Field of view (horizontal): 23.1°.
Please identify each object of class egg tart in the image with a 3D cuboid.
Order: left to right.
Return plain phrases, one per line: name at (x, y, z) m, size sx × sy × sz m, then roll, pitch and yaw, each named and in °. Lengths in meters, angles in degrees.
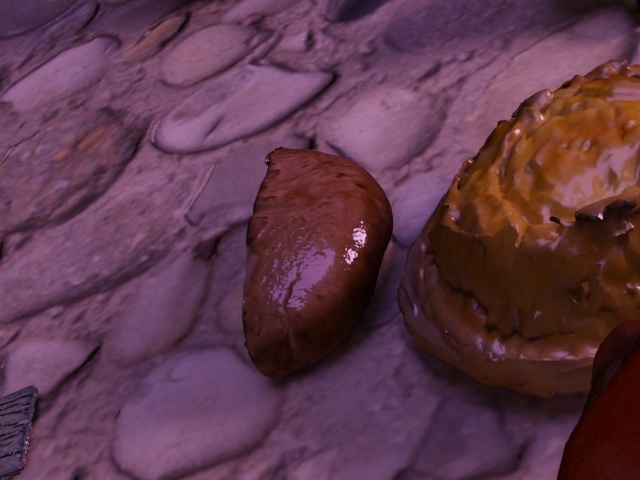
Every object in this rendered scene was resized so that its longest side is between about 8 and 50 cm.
egg tart at (0.176, -0.025, 0.941) m, size 0.291 × 0.107 × 0.291 m, roll -17°, pitch 36°, yaw 13°

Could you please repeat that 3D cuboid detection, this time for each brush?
brush at (-0.295, 0.159, 1.074) m, size 0.218 × 0.010 × 0.082 m, roll -18°, pitch 36°, yaw 10°

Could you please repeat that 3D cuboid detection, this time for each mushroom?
mushroom at (0.000, -0.002, 1.050) m, size 0.094 × 0.072 × 0.210 m, roll -2°, pitch 40°, yaw 16°

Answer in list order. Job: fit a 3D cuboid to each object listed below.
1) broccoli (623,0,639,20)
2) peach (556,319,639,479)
broccoli at (0.229, -0.242, 1.189) m, size 0.154 × 0.167 × 0.160 m, roll -42°, pitch 55°, yaw 33°
peach at (0.201, 0.115, 0.645) m, size 0.232 × 0.232 × 0.256 m, roll -26°, pitch 52°, yaw -1°
